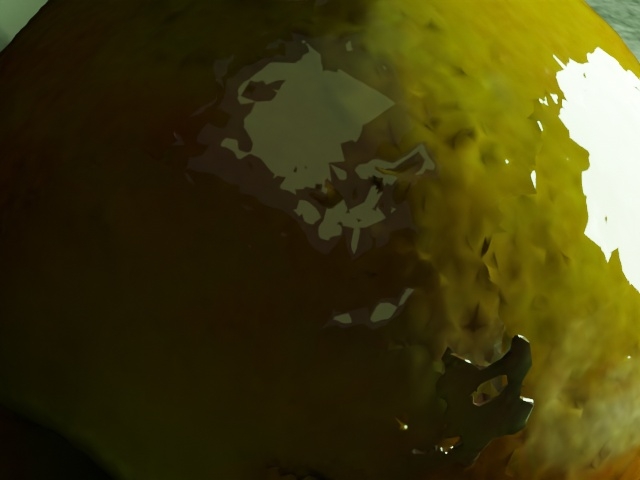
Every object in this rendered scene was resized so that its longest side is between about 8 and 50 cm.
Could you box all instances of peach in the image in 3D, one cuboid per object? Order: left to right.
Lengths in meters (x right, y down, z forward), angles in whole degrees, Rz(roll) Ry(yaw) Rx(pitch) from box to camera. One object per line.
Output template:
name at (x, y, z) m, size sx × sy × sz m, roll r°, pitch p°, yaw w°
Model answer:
peach at (0.001, 0.002, 0.728) m, size 0.373 × 0.289 × 0.372 m, roll -17°, pitch 20°, yaw 7°

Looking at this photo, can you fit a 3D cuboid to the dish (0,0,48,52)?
dish at (-0.122, -0.099, 0.989) m, size 0.260 × 0.085 × 0.260 m, roll -12°, pitch 25°, yaw 6°
